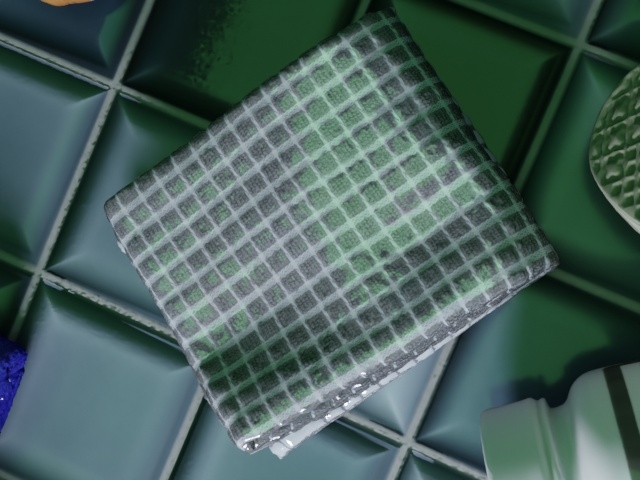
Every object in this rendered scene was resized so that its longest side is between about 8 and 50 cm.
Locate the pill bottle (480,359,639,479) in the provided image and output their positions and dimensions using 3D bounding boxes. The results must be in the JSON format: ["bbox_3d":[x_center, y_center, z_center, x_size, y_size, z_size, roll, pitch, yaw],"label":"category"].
[{"bbox_3d":[0.263,0.153,0.813,0.283,0.161,0.161,-14,86,11],"label":"pill bottle"}]

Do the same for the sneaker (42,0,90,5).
[{"bbox_3d":[-0.241,-0.320,0.933,0.123,0.106,0.290,-22,97,15],"label":"sneaker"}]

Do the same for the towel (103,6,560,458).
[{"bbox_3d":[0.000,0.000,0.888,0.284,0.121,0.235,-35,82,9],"label":"towel"}]

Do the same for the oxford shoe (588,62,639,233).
[{"bbox_3d":[0.313,0.023,0.706,0.130,0.449,0.169,23,112,-28],"label":"oxford shoe"}]

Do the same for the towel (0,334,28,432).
[{"bbox_3d":[-0.404,0.124,0.994,0.308,0.076,0.227,24,100,10],"label":"towel"}]
